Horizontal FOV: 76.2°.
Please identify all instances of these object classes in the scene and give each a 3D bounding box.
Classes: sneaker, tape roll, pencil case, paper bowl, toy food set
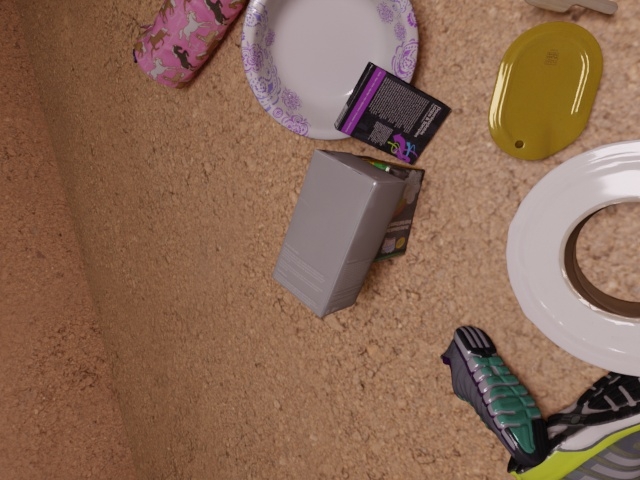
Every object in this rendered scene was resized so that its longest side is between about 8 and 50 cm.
[{"bbox_3d":[0.406,0.274,0.554,0.121,0.111,0.300,41,123,9],"label":"sneaker"},{"bbox_3d":[0.396,0.019,0.514,0.286,0.100,0.286,6,99,40],"label":"tape roll"},{"bbox_3d":[0.264,0.249,0.643,0.224,0.083,0.098,-104,27,-48],"label":"sneaker"},{"bbox_3d":[-0.314,-0.553,1.000,0.386,0.167,0.160,-30,44,39],"label":"pencil case"},{"bbox_3d":[0.014,-0.331,0.702,0.284,0.284,0.148,-59,17,29],"label":"paper bowl"},{"bbox_3d":[0.314,-0.226,0.578,0.128,0.071,0.218,13,108,14],"label":"toy food set"}]

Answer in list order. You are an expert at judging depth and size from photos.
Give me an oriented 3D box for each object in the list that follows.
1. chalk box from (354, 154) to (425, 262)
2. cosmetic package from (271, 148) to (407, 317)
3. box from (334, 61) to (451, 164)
[{"bbox_3d":[0.082,-0.041,0.749,0.132,0.132,0.213,22,109,36],"label":"chalk box"},{"bbox_3d":[0.024,-0.013,0.652,0.127,0.107,0.238,37,115,30],"label":"cosmetic package"},{"bbox_3d":[0.121,-0.207,0.686,0.116,0.162,0.029,-57,24,30],"label":"box"}]
